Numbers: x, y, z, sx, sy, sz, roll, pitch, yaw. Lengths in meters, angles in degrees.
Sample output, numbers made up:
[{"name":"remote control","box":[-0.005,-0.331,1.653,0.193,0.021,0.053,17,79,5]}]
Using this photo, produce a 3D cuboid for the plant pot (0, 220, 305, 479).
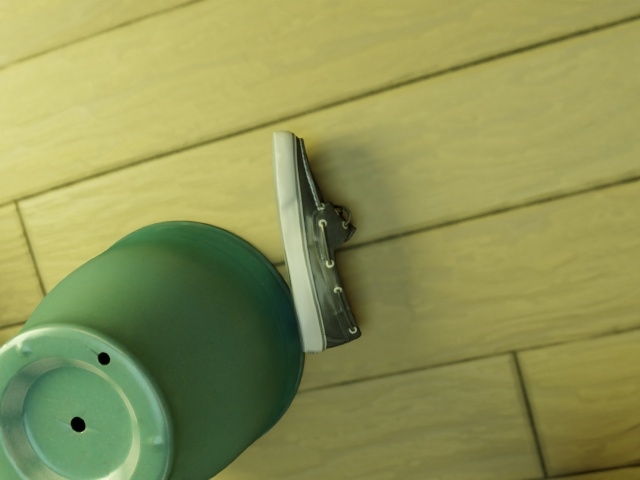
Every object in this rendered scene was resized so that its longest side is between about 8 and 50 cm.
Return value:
[{"name":"plant pot","box":[-0.178,0.132,0.753,0.271,0.255,0.272,2,100,13]}]

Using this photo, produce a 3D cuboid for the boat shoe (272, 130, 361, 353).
[{"name":"boat shoe","box":[0.000,0.000,0.783,0.076,0.080,0.228,-10,94,-6]}]
